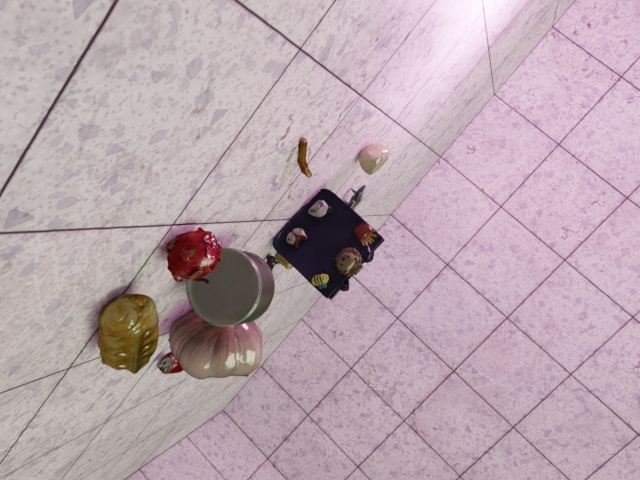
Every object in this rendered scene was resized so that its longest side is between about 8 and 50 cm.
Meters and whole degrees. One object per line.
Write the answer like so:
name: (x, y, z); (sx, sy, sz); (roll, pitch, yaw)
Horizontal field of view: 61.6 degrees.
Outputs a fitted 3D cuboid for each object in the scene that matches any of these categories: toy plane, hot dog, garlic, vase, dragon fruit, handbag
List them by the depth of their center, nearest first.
dragon fruit: (-0.323, 0.039, 1.336); (0.165, 0.136, 0.133); (-24, 150, 36)
garlic: (-0.342, 0.325, 1.775); (0.322, 0.321, 0.241); (11, 94, -76)
handbag: (0.030, 0.012, 1.954); (0.303, 0.329, 0.122); (-48, 164, 1)
vase: (-0.222, 0.142, 2.056); (0.183, 0.120, 0.120); (-63, 170, -10)
hot dog: (-0.100, 0.059, 2.230); (0.073, 0.084, 0.242); (-51, 168, 34)
toy plane: (0.118, -0.147, 2.335); (0.212, 0.088, 0.267); (-32, 152, -54)

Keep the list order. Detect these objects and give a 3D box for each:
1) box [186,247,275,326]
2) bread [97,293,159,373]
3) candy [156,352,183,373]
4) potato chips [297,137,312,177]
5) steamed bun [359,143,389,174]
box: (-0.263, 0.137, 1.586); (0.226, 0.226, 0.149); (-48, 168, 4)
bread: (-0.487, 0.232, 1.368); (0.152, 0.130, 0.268); (-32, 160, -35)
candy: (-0.551, 0.465, 2.040); (0.086, 0.059, 0.292); (-45, 167, -2)
potato chips: (-0.048, -0.244, 1.576); (0.026, 0.037, 0.204); (-54, 165, -18)
steamed bun: (0.201, -0.318, 2.035); (0.112, 0.091, 0.130); (-37, 168, -21)
